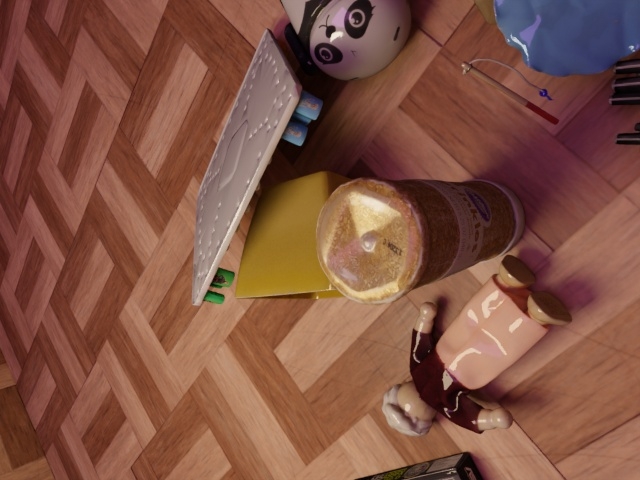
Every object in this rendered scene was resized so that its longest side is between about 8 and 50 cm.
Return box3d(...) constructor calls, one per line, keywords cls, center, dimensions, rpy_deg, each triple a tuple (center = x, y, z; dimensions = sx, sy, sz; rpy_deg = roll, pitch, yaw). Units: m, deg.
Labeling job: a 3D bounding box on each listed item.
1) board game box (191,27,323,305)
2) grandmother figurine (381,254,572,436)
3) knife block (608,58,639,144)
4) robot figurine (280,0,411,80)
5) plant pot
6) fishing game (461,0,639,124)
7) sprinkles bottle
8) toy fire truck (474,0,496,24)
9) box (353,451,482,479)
box3d(cls="board game box", center=(-0.136, -0.143, 0.813), dimensions=(0.390, 0.050, 0.390), rpy_deg=(-60, 27, 26))
box3d(cls="grandmother figurine", center=(0.211, 0.193, 0.695), dimensions=(0.342, 0.104, 0.208), rpy_deg=(-55, 39, 31))
box3d(cls="knife block", center=(0.439, -0.155, 0.426), dimensions=(0.242, 0.088, 0.276), rpy_deg=(60, 146, 21))
box3d(cls="robot figurine", center=(0.024, -0.386, 0.712), dimensions=(0.173, 0.209, 0.278), rpy_deg=(-25, 77, -3))
box3d(cls="plant pot", center=(0.000, 0.000, 0.770), dimensions=(0.212, 0.212, 0.187), rpy_deg=(-10, 77, 37))
box3d(cls="fishing game", center=(0.281, -0.275, 0.495), dimensions=(0.189, 0.041, 0.264), rpy_deg=(30, 118, -1))
box3d(cls="sprinkles bottle", center=(0.143, -0.014, 0.552), dimensions=(0.121, 0.355, 0.121), rpy_deg=(5, 99, 36))
box3d(cls="toy fire truck", center=(0.261, -0.434, 0.564), dimensions=(0.217, 0.158, 0.247), rpy_deg=(-26, 62, 32))
box3d(cls="box", center=(0.179, 0.501, 0.771), dimensions=(0.270, 0.060, 0.216), rpy_deg=(-36, 75, 35))
